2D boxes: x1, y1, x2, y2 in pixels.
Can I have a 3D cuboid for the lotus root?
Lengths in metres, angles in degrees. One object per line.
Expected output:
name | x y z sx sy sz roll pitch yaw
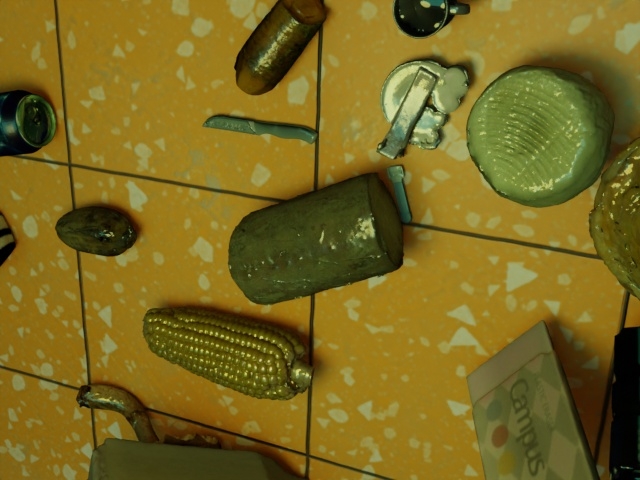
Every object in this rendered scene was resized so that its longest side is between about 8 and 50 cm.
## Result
lotus root | -0.412 -0.019 1.482 0.179 0.080 0.089 8 127 26

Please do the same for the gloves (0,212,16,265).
gloves | -0.718 -0.027 1.593 0.218 0.131 0.140 39 118 -5

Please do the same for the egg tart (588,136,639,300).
egg tart | 0.509 -0.013 1.016 0.341 0.129 0.341 12 126 17

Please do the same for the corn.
corn | -0.166 0.193 1.428 0.346 0.130 0.130 14 115 22

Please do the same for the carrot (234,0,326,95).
carrot | -0.067 -0.297 1.217 0.082 0.082 0.173 44 124 3

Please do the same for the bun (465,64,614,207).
bun | 0.297 -0.141 1.089 0.195 0.118 0.196 4 97 34

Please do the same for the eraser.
eraser | 0.303 0.325 1.123 0.082 0.397 0.213 28 125 -24

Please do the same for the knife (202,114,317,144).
knife | -0.102 -0.184 1.315 0.210 0.015 0.028 11 120 20

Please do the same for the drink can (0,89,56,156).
drink can | -0.591 -0.209 1.467 0.204 0.118 0.118 -1 110 24

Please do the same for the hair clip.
hair clip | 0.139 -0.198 1.183 0.116 0.049 0.172 29 117 6

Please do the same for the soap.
soap | -0.216 0.563 1.437 0.434 0.213 0.351 10 116 -22

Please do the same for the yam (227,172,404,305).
yam | 0.000 0.000 1.260 0.267 0.161 0.161 -18 102 31

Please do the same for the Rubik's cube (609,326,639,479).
Rubik's cube | 0.538 0.291 1.034 0.288 0.283 0.294 -4 119 25

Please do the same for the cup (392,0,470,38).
cup | 0.159 -0.321 1.107 0.100 0.077 0.078 11 114 21

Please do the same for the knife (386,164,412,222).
knife | 0.126 -0.072 1.260 0.027 0.010 0.096 -6 109 28

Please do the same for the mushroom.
mushroom | -0.331 0.386 1.570 0.302 0.232 0.208 66 164 4
